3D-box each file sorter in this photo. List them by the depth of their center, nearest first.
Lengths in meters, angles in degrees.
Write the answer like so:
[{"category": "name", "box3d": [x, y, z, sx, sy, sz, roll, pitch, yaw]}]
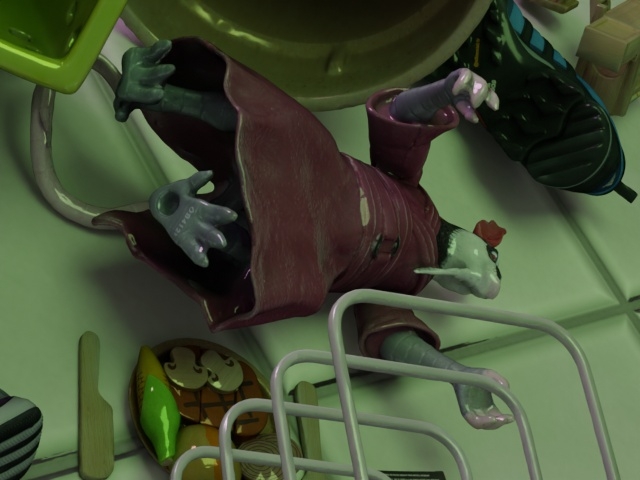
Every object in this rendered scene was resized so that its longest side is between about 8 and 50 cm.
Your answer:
[{"category": "file sorter", "box3d": [0.024, 0.176, 1.044, 0.193, 0.278, 0.173, 10, 53, -31]}]

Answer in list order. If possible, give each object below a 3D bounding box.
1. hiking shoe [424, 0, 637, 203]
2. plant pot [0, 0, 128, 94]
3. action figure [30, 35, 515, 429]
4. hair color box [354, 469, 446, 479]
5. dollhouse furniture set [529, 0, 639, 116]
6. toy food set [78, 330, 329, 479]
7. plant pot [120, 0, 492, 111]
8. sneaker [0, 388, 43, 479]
[{"category": "hiking shoe", "box3d": [0.159, -0.149, 1.589, 0.304, 0.113, 0.132, 58, 13, 27]}, {"category": "plant pot", "box3d": [-0.224, -0.254, 1.209, 0.227, 0.228, 0.207, 26, 5, -16]}, {"category": "action figure", "box3d": [0.000, 0.000, 1.306, 0.370, 0.275, 0.248, 17, 77, -49]}, {"category": "hair color box", "box3d": [0.067, 0.227, 1.218, 0.072, 0.043, 0.141, 5, 53, -35]}, {"category": "dollhouse furniture set", "box3d": [0.227, -0.185, 1.664, 0.161, 0.101, 0.182, 26, 28, 20]}, {"category": "toy food set", "box3d": [-0.070, 0.118, 1.211, 0.192, 0.038, 0.132, 14, 48, -28]}, {"category": "plant pot", "box3d": [0.001, -0.319, 1.466, 0.334, 0.334, 0.305, 33, 30, -9]}, {"category": "sneaker", "box3d": [-0.270, 0.132, 1.038, 0.098, 0.083, 0.223, 35, 32, 24]}]
